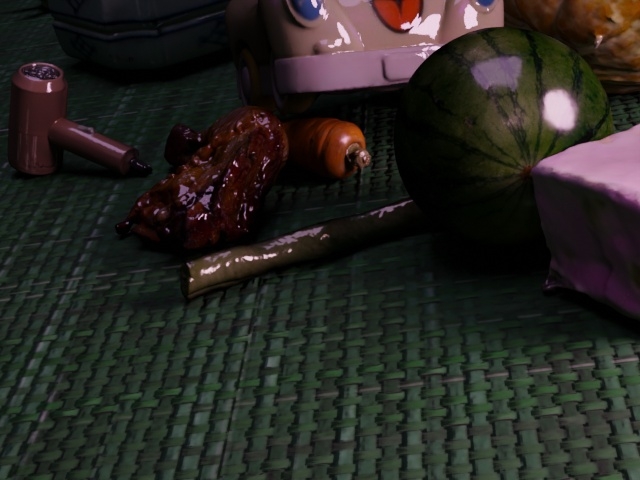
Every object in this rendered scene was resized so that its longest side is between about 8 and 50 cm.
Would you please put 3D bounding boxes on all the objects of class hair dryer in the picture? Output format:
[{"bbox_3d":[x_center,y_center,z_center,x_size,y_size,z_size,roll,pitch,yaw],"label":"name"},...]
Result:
[{"bbox_3d":[-0.260,-0.114,1.685,0.182,0.117,0.064,22,32,19],"label":"hair dryer"}]

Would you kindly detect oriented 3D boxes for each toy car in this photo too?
[{"bbox_3d":[0.036,-0.246,1.613,0.242,0.226,0.336,-6,4,-13],"label":"toy car"}]

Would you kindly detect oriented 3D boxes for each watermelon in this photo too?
[{"bbox_3d":[0.152,-0.092,1.323,0.188,0.188,0.214,-12,22,-5],"label":"watermelon"}]

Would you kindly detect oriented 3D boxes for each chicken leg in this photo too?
[{"bbox_3d":[-0.110,-0.062,1.519,0.177,0.083,0.322,-22,21,19],"label":"chicken leg"}]

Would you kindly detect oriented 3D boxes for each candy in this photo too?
[{"bbox_3d":[0.311,-0.031,1.216,0.265,0.115,0.155,-19,21,-26],"label":"candy"}]

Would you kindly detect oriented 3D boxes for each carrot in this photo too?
[{"bbox_3d":[-0.038,-0.106,1.612,0.061,0.061,0.257,-25,25,-33],"label":"carrot"}]

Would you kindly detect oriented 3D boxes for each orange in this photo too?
[{"bbox_3d":[0.294,-0.300,1.614,0.329,0.329,0.249,20,78,51],"label":"orange"}]

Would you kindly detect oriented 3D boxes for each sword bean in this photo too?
[{"bbox_3d":[0.001,0.000,1.365,0.269,0.038,0.043,-16,18,-19],"label":"sword bean"}]

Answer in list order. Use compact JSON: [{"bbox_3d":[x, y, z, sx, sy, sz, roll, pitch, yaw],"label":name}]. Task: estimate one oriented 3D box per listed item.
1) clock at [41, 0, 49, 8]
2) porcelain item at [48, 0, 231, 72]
[{"bbox_3d":[-0.395,-0.424,2.507,0.232,0.069,0.170,-18,24,-20],"label":"clock"},{"bbox_3d":[-0.208,-0.334,2.098,0.281,0.157,0.286,-21,24,-30],"label":"porcelain item"}]
